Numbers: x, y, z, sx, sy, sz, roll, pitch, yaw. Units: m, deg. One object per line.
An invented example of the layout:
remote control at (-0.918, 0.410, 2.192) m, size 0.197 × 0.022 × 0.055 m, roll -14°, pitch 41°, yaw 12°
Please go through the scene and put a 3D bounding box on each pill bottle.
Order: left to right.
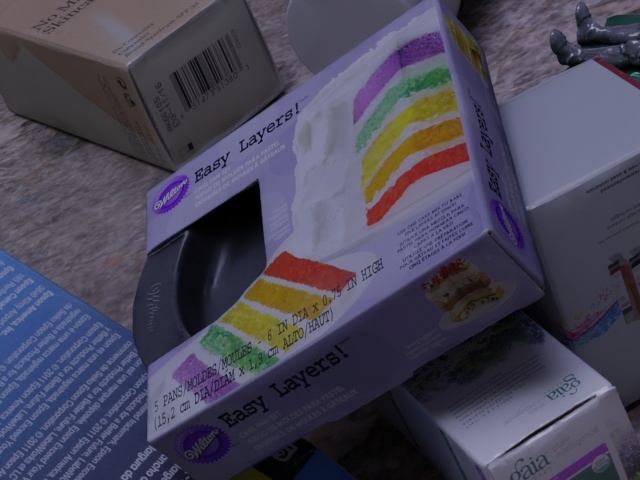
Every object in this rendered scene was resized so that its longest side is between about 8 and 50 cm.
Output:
pill bottle at (0.067, -0.257, 1.692) m, size 0.153 × 0.153 × 0.265 m, roll -6°, pitch 36°, yaw 26°

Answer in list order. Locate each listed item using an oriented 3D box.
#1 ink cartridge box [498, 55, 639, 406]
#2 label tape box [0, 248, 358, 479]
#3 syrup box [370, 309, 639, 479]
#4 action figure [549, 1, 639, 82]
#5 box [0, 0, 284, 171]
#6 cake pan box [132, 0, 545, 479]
ink cartridge box at (0.180, -0.001, 1.212) m, size 0.127 × 0.176 × 0.128 m, roll -28°, pitch 32°, yaw -11°
label tape box at (-0.158, 0.177, 1.161) m, size 0.347 × 0.115 × 0.249 m, roll 32°, pitch 42°, yaw 9°
syrup box at (0.103, 0.099, 1.187) m, size 0.093 × 0.096 × 0.237 m, roll -32°, pitch 33°, yaw -10°
action figure at (0.300, -0.155, 1.477) m, size 0.232 × 0.063 × 0.137 m, roll 6°, pitch 39°, yaw 34°
box at (-0.195, -0.180, 1.779) m, size 0.148 × 0.121 × 0.311 m, roll -41°, pitch 35°, yaw -24°
cake pan box at (0.000, 0.000, 1.166) m, size 0.267 × 0.070 × 0.246 m, roll -32°, pitch 34°, yaw 22°
